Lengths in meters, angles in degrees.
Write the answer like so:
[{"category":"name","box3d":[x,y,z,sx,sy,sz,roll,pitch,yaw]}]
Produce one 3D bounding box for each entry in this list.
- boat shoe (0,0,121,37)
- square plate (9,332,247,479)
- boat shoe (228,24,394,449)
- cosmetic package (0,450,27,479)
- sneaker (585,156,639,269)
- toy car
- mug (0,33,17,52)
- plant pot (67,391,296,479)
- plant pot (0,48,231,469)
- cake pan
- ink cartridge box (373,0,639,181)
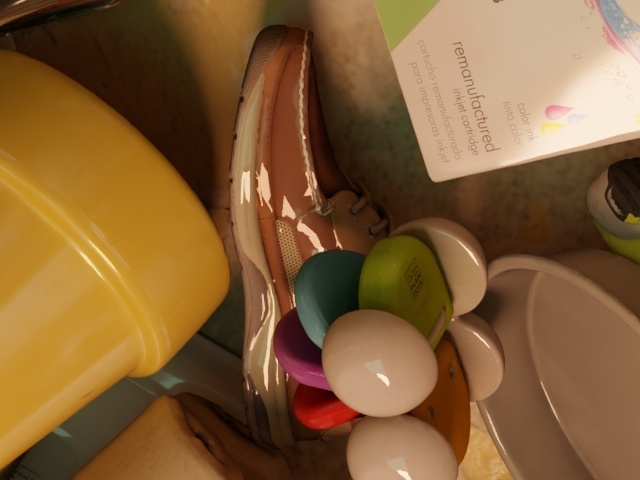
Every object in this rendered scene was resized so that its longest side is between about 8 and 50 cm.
[{"category":"boat shoe","box3d":[-0.173,-0.211,1.190,0.324,0.120,0.123,-15,94,3]},{"category":"square plate","box3d":[-0.246,0.167,1.414,0.347,0.049,0.344,31,118,2]},{"category":"boat shoe","box3d":[0.000,0.000,1.237,0.116,0.123,0.324,0,119,5]},{"category":"cosmetic package","box3d":[-0.367,0.230,1.376,0.153,0.129,0.296,35,117,1]},{"category":"sneaker","box3d":[0.306,0.107,1.167,0.385,0.145,0.147,46,117,-4]},{"category":"toy car","box3d":[0.036,0.077,1.150,0.136,0.159,0.182,4,127,25]},{"category":"mug","box3d":[-0.268,-0.140,1.290,0.064,0.078,0.062,-22,137,33]},{"category":"plant pot","box3d":[-0.125,0.288,1.246,0.334,0.334,0.305,40,94,-3]},{"category":"plant pot","box3d":[-0.230,0.039,1.191,0.254,0.239,0.254,32,155,17]},{"category":"cake pan","box3d":[0.206,0.129,1.169,0.293,0.054,0.293,46,153,32]},{"category":"ink cartridge box","box3d":[0.215,-0.181,1.082,0.353,0.119,0.207,-13,108,22]}]
